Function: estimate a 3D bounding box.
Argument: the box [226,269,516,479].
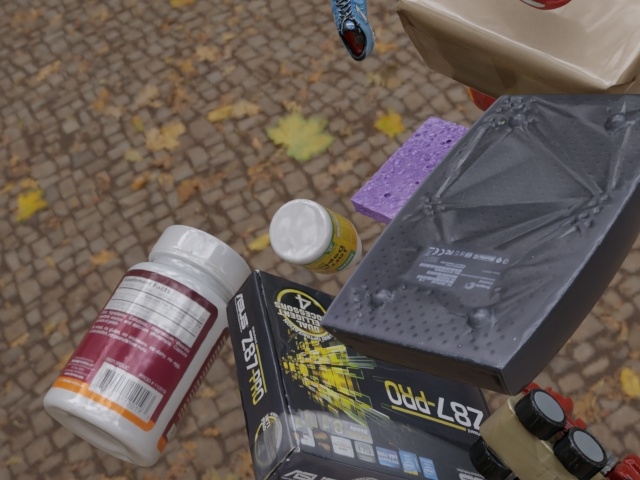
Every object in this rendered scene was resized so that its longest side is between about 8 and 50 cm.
[{"bbox_3d":[0.072,0.227,1.324,0.097,0.395,0.318,-50,34,30],"label":"box"}]

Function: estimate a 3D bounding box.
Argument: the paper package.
[{"bbox_3d":[0.325,-0.321,1.239,0.325,0.168,0.309,33,82,32],"label":"paper package"}]

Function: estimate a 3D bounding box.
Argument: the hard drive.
[{"bbox_3d":[0.132,-0.007,0.662,0.172,0.054,0.254,8,50,46],"label":"hard drive"}]

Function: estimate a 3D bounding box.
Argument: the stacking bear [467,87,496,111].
[{"bbox_3d":[0.347,-0.289,1.693,0.164,0.175,0.289,-11,9,29],"label":"stacking bear"}]

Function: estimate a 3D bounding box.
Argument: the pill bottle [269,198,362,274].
[{"bbox_3d":[0.000,0.000,1.742,0.118,0.208,0.117,-4,79,21],"label":"pill bottle"}]

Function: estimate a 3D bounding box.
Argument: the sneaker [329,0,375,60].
[{"bbox_3d":[0.050,-0.364,1.551,0.063,0.162,0.073,-16,27,15],"label":"sneaker"}]

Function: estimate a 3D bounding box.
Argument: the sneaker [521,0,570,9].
[{"bbox_3d":[0.212,-0.363,1.040,0.087,0.128,0.221,-32,79,-4],"label":"sneaker"}]

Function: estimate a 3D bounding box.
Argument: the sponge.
[{"bbox_3d":[0.156,-0.110,1.540,0.210,0.031,0.117,-46,42,-17],"label":"sponge"}]

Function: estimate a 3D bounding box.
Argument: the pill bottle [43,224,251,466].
[{"bbox_3d":[-0.295,0.180,1.711,0.224,0.224,0.392,16,61,26],"label":"pill bottle"}]

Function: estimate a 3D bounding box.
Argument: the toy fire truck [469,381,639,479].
[{"bbox_3d":[0.317,0.275,1.195,0.217,0.158,0.246,45,30,16],"label":"toy fire truck"}]
